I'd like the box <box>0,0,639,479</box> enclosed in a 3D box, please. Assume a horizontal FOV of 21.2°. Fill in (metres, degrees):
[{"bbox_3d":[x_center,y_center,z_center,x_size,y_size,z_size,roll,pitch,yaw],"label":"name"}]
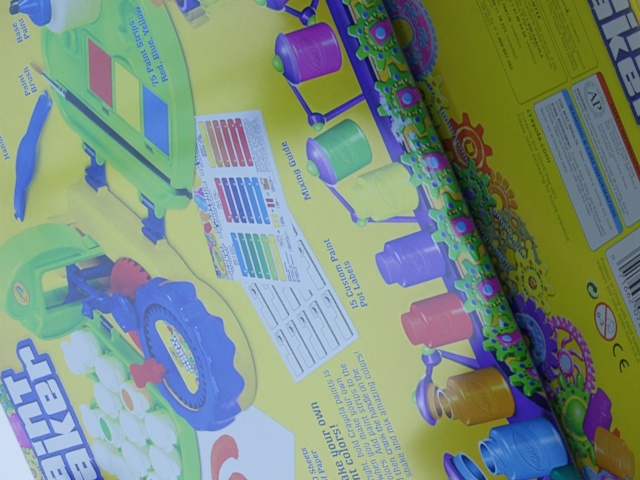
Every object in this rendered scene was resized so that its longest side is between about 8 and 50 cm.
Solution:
[{"bbox_3d":[0.000,0.000,0.723,0.177,0.279,0.290,-28,-83,-51],"label":"box"}]
